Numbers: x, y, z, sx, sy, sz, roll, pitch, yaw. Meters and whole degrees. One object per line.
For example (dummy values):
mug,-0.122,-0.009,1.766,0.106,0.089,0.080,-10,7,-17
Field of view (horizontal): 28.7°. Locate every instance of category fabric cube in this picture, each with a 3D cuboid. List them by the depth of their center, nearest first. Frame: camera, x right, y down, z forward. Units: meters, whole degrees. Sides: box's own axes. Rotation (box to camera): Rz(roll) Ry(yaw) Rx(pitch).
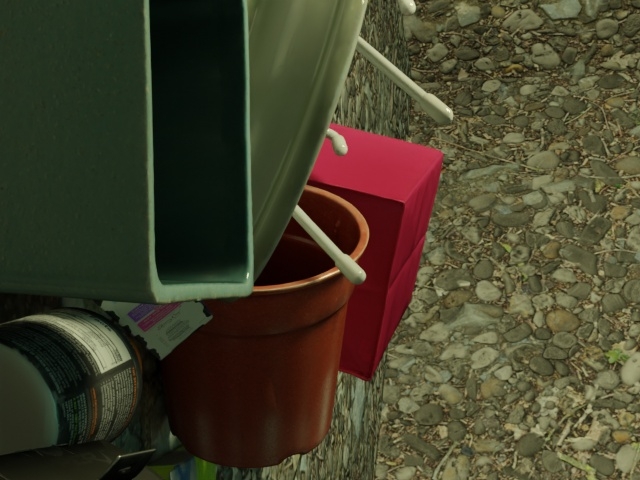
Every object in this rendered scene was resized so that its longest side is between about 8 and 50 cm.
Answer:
fabric cube,0.000,0.000,1.680,0.258,0.254,0.259,-53,156,-66

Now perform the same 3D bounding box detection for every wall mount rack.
wall mount rack,0.025,-0.136,1.343,0.304,0.130,0.350,-91,-157,-57

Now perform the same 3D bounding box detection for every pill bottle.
pill bottle,-0.227,0.125,1.028,0.246,0.130,0.130,-17,105,-78

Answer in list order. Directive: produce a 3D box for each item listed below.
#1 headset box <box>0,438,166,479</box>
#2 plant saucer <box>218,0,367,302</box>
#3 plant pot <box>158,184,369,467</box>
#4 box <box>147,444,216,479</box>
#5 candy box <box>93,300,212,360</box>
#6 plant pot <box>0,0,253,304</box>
headset box,-0.203,0.265,0.847,0.293,0.110,0.218,-60,167,1
plant saucer,-0.068,-0.141,1.221,0.400,0.100,0.400,-161,-90,-77
plant pot,-0.084,0.103,1.471,0.272,0.272,0.265,-70,164,-60
box,-0.167,0.311,1.502,0.178,0.042,0.109,-4,92,-78
candy box,-0.195,0.004,1.140,0.165,0.070,0.196,48,-5,23
plant pot,-0.200,-0.077,0.887,0.247,0.252,0.247,6,82,-79
